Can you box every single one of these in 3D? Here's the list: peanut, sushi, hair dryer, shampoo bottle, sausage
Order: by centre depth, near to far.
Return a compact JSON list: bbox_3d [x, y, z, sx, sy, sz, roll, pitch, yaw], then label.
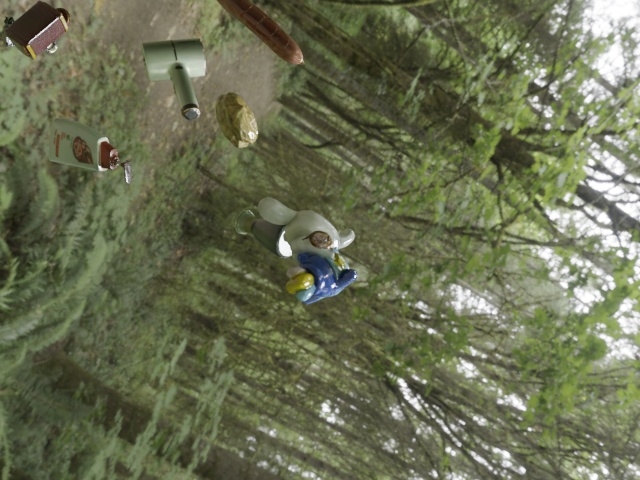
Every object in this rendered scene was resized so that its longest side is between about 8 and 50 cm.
[{"bbox_3d":[0.000,0.000,1.456,0.047,0.099,0.050,-11,-125,59],"label":"sushi"},{"bbox_3d":[-0.712,-0.270,1.660,0.071,0.284,0.153,-44,156,-64],"label":"shampoo bottle"},{"bbox_3d":[-0.969,-0.669,1.708,0.083,0.056,0.084,-8,134,-43],"label":"sushi"},{"bbox_3d":[-0.458,-0.517,1.743,0.128,0.203,0.362,105,-31,-55],"label":"hair dryer"},{"bbox_3d":[-0.288,-0.414,1.821,0.110,0.196,0.233,-29,-165,-21],"label":"peanut"},{"bbox_3d":[-0.215,-0.750,1.829,0.088,0.433,0.088,-47,173,-8],"label":"sausage"}]

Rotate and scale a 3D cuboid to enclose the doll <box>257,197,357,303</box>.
[{"bbox_3d":[-0.016,0.056,1.650,0.187,0.376,0.365,124,-36,-44],"label":"doll"}]

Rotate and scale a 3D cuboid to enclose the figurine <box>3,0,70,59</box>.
[{"bbox_3d":[-0.674,-0.511,1.305,0.154,0.082,0.098,-51,163,-18],"label":"figurine"}]

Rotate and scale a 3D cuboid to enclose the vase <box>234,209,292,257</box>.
[{"bbox_3d":[-0.252,-0.042,2.452,0.321,0.173,0.173,19,-106,37],"label":"vase"}]
